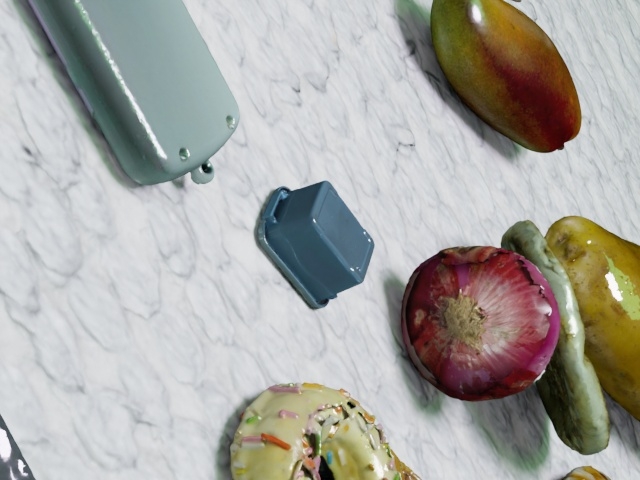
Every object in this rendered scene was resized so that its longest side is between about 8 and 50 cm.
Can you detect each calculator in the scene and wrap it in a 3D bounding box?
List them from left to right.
[{"bbox_3d":[-0.143,-0.151,0.993,0.246,0.045,0.141,61,33,-12],"label":"calculator"}]

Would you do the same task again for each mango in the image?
[{"bbox_3d":[0.202,-0.197,1.462,0.267,0.111,0.133,41,58,-38],"label":"mango"}]

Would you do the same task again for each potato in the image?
[{"bbox_3d":[0.377,0.105,1.515,0.369,0.176,0.195,39,70,-32],"label":"potato"}]

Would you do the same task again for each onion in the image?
[{"bbox_3d":[0.157,0.072,1.218,0.140,0.150,0.150,-3,75,-62],"label":"onion"}]

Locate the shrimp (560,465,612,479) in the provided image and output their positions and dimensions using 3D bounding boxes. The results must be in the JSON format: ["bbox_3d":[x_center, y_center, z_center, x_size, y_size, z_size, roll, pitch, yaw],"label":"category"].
[{"bbox_3d":[0.265,0.366,1.288,0.233,0.071,0.365,68,27,-11],"label":"shrimp"}]

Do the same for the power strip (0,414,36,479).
[{"bbox_3d":[-0.226,0.114,0.704,0.105,0.070,0.257,-37,101,-54],"label":"power strip"}]

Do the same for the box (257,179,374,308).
[{"bbox_3d":[0.000,0.000,1.110,0.099,0.054,0.074,51,38,-26],"label":"box"}]

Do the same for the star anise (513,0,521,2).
[{"bbox_3d":[0.187,-0.388,1.571,0.209,0.089,0.231,-24,99,-69],"label":"star anise"}]

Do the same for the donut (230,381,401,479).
[{"bbox_3d":[0.003,0.186,0.997,0.174,0.068,0.175,31,49,-44],"label":"donut"}]

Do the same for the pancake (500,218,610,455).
[{"bbox_3d":[0.228,0.097,1.305,0.253,0.037,0.254,163,-90,-89],"label":"pancake"}]

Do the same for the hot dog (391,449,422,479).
[{"bbox_3d":[0.078,0.220,1.125,0.137,0.028,0.044,56,28,-18],"label":"hot dog"}]
